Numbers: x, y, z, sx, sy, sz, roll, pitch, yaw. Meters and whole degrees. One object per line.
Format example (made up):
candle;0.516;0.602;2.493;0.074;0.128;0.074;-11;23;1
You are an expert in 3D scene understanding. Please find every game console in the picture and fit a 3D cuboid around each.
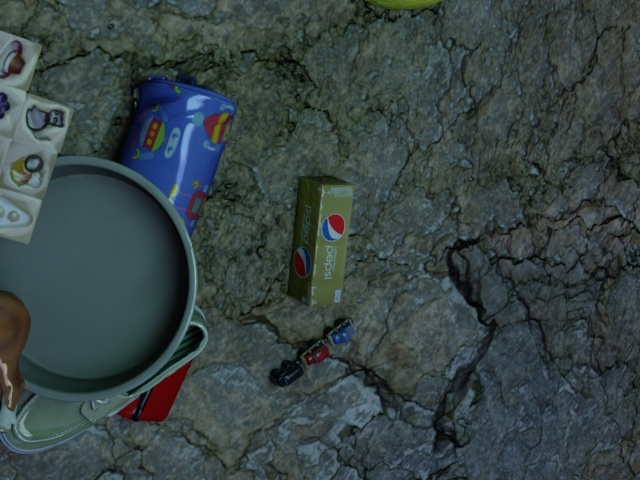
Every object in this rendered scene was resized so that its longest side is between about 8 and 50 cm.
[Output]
game console;-0.241;0.167;1.639;0.124;0.085;0.144;24;89;-7

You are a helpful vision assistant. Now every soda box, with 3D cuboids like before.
soda box;0.000;0.000;1.726;0.058;0.061;0.181;-3;106;-34

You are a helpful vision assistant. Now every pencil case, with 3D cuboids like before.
pencil case;-0.212;-0.065;1.520;0.119;0.133;0.306;3;108;-79

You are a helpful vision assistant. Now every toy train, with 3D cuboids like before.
toy train;-0.007;0.166;1.788;0.158;0.036;0.027;-37;122;-21

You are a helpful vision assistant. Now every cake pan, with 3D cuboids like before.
cake pan;-0.287;0.045;1.444;0.293;0.054;0.293;0;92;6

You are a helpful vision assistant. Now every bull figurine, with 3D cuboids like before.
bull figurine;-0.451;0.106;1.301;0.310;0.101;0.188;13;73;-42

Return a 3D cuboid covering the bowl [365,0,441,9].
bowl;0.157;-0.454;1.638;0.289;0.156;0.289;-11;110;-33

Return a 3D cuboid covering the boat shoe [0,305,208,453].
boat shoe;-0.278;0.170;1.531;0.302;0.094;0.109;-34;103;-10

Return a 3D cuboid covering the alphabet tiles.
alphabet tiles;-0.465;-0.121;1.343;0.343;0.011;0.285;17;94;-24
